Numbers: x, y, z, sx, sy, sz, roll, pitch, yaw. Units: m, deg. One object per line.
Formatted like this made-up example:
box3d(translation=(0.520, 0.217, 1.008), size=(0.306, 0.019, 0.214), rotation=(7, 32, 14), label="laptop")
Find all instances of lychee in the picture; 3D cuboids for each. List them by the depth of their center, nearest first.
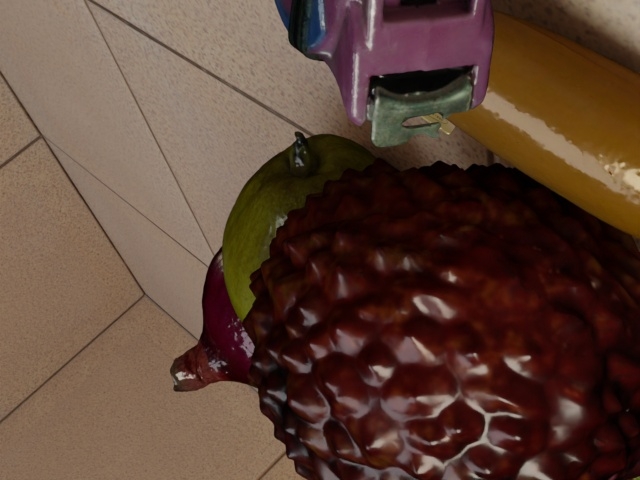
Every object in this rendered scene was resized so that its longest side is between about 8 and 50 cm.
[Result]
box3d(translation=(0.164, 0.121, 0.906), size=(0.500, 0.424, 0.424), rotation=(28, 159, 5), label="lychee")

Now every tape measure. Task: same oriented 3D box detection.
box3d(translation=(0.041, -0.224, 0.639), size=(0.231, 0.149, 0.245), rotation=(-114, 20, -48), label="tape measure")

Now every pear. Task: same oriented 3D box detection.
box3d(translation=(0.000, 0.000, 1.222), size=(0.287, 0.287, 0.375), rotation=(34, 149, 35), label="pear")

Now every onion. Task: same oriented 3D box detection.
box3d(translation=(-0.116, 0.160, 1.657), size=(0.347, 0.385, 0.348), rotation=(56, 172, 12), label="onion")

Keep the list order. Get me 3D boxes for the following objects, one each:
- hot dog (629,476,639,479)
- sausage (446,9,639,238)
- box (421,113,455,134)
box3d(translation=(0.441, 0.308, 1.226), size=(0.235, 0.062, 0.092), rotation=(56, 163, -23), label="hot dog")
box3d(translation=(0.176, -0.129, 0.771), size=(0.354, 0.116, 0.134), rotation=(34, 177, 13), label="sausage")
box3d(translation=(0.113, -0.151, 0.889), size=(0.073, 0.149, 0.020), rotation=(34, 119, -1), label="box")
